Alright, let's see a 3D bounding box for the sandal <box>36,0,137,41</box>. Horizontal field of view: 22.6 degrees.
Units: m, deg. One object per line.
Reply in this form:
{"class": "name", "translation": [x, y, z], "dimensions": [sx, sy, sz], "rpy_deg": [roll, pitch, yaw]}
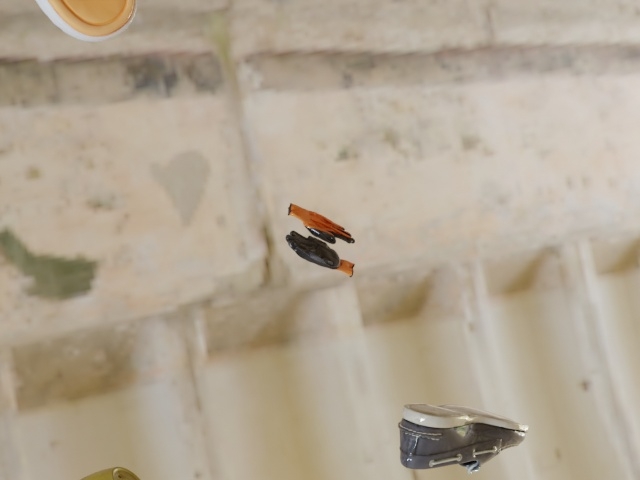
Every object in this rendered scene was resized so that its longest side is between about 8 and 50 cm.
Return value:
{"class": "sandal", "translation": [-0.197, -0.267, 1.115], "dimensions": [0.102, 0.265, 0.076], "rpy_deg": [-37, -170, -28]}

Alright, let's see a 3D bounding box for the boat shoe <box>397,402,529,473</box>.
{"class": "boat shoe", "translation": [0.146, 0.208, 1.672], "dimensions": [0.075, 0.065, 0.206], "rpy_deg": [14, -178, 37]}

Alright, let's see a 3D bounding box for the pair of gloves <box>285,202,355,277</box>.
{"class": "pair of gloves", "translation": [0.000, 0.000, 1.531], "dimensions": [0.074, 0.010, 0.083], "rpy_deg": [25, -149, -13]}

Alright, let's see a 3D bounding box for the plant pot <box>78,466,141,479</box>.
{"class": "plant pot", "translation": [-0.313, 0.393, 2.391], "dimensions": [0.095, 0.134, 0.134], "rpy_deg": [-48, 164, 17]}
